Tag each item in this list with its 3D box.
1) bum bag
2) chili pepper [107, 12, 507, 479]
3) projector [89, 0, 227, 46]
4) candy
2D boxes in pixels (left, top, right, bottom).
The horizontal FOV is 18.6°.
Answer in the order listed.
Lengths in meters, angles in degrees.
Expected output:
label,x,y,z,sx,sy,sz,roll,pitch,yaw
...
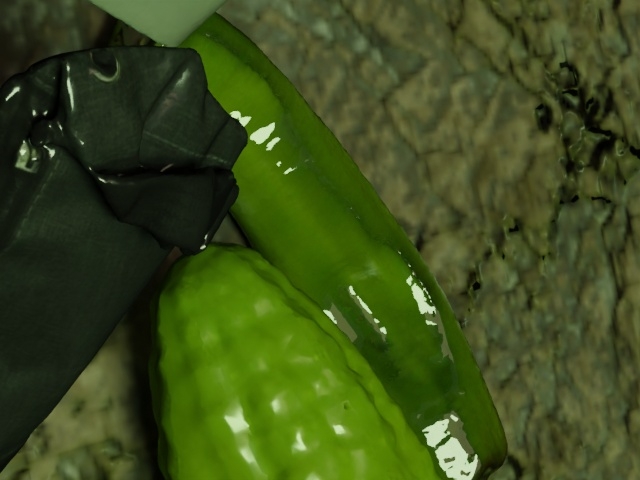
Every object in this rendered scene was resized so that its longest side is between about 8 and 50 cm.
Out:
label,x,y,z,sx,sy,sz,roll,pitch,yaw
bum bag,-0.085,0.029,0.513,0.049,0.197,0.087,48,22,21
chili pepper,0.000,0.000,0.645,0.052,0.050,0.201,-42,110,-16
projector,-0.130,-0.183,0.418,0.257,0.079,0.259,56,13,27
candy,0.002,0.098,0.609,0.097,0.097,0.209,-28,98,-36
